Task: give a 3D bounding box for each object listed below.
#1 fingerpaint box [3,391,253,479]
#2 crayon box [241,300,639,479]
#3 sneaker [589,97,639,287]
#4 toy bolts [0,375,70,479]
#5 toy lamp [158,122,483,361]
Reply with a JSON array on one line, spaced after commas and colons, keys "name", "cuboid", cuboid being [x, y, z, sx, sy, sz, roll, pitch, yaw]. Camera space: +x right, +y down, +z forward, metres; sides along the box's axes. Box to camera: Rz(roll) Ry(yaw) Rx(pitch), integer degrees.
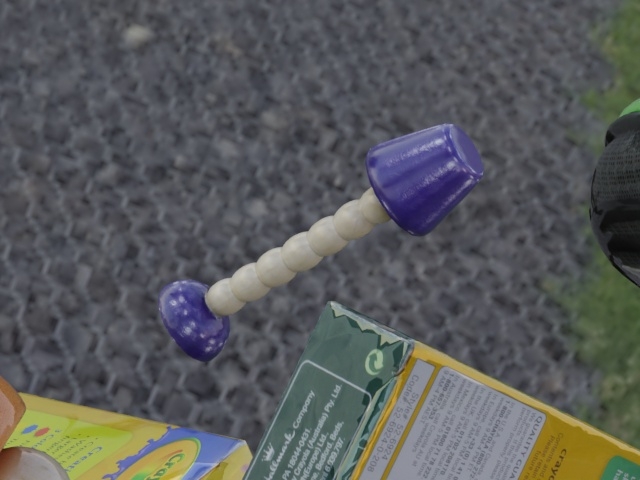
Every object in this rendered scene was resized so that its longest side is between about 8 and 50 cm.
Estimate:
[{"name": "fingerpaint box", "cuboid": [-0.291, 0.320, 1.343, 0.445, 0.163, 0.371, -35, 22, -32]}, {"name": "crayon box", "cuboid": [0.088, 0.187, 1.013, 0.323, 0.203, 0.083, 28, -2, -41]}, {"name": "sneaker", "cuboid": [0.205, 0.105, 0.623, 0.185, 0.202, 0.483, 40, 14, -38]}, {"name": "toy bolts", "cuboid": [-0.253, 0.179, 0.907, 0.158, 0.228, 0.218, 37, 50, -6]}, {"name": "toy lamp", "cuboid": [0.000, 0.000, 1.291, 0.080, 0.275, 0.080, 44, 25, -28]}]
